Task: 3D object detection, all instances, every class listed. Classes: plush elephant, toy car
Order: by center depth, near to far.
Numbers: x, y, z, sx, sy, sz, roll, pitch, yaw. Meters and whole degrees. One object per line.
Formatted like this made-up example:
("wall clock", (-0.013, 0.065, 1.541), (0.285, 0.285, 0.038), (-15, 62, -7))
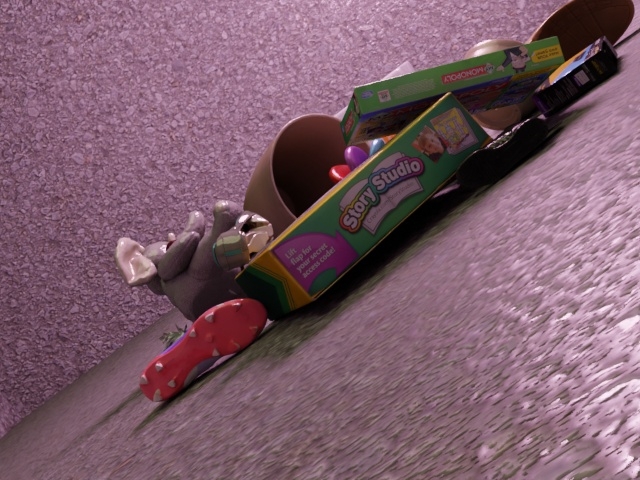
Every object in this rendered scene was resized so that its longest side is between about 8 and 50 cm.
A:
("toy car", (0.090, -0.117, 1.769), (0.182, 0.136, 0.159), (-47, 4, 27))
("plush elephant", (-0.267, 0.054, 1.937), (0.330, 0.272, 0.255), (-52, 50, 1))

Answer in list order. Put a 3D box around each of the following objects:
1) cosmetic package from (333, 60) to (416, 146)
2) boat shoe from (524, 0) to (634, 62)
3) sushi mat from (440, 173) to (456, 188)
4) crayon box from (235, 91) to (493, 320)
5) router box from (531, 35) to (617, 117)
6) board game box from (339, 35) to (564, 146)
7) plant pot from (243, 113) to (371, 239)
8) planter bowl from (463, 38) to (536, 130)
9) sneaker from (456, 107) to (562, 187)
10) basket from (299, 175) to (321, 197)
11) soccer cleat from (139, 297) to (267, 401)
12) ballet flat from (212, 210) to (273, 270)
("cosmetic package", (0.111, -0.253, 2.513), (0.453, 0.230, 0.161), (-36, 6, 23))
("boat shoe", (0.453, -0.365, 1.824), (0.342, 0.123, 0.123), (-42, 5, 14))
("sushi mat", (0.218, -0.122, 1.740), (0.151, 0.019, 0.316), (-37, 5, 5))
("crayon box", (0.054, -0.040, 1.427), (0.363, 0.106, 0.313), (-42, 3, -16))
("router box", (0.424, -0.274, 1.545), (0.133, 0.046, 0.179), (-35, 5, 25))
("board game box", (0.197, -0.229, 1.463), (0.317, 0.046, 0.213), (-15, -5, -6))
("plant pot", (-0.051, -0.098, 1.952), (0.256, 0.256, 0.274), (-40, 7, -32))
("planter bowl", (0.327, -0.270, 1.696), (0.162, 0.162, 0.109), (-30, 35, 54))
("sneaker", (0.264, -0.130, 1.306), (0.170, 0.051, 0.089), (-34, 1, 8))
("basket", (0.011, -0.137, 2.121), (0.154, 0.227, 0.204), (-40, 5, -36))
("soccer cleat", (-0.186, 0.170, 1.492), (0.248, 0.083, 0.095), (-39, 0, 9))
("ballet flat", (-0.108, -0.003, 1.475), (0.068, 0.072, 0.213), (-14, 12, 15))
